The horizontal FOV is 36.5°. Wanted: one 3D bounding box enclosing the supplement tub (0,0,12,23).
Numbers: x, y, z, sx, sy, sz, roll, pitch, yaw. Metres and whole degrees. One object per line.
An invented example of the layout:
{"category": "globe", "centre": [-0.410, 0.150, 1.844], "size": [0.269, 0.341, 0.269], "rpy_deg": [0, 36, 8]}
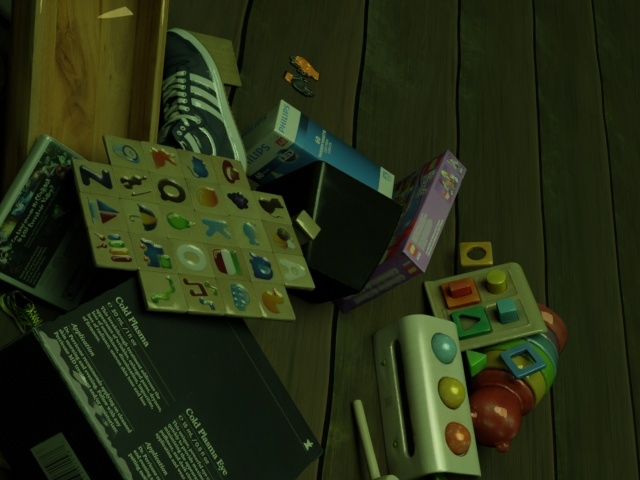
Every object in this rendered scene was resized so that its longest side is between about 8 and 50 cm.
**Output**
{"category": "supplement tub", "centre": [-0.354, -0.479, 1.502], "size": [0.241, 0.241, 0.331], "rpy_deg": [34, 47, -24]}

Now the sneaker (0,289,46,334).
{"category": "sneaker", "centre": [-0.386, 0.099, 1.279], "size": [0.083, 0.035, 0.031], "rpy_deg": [46, 44, -13]}

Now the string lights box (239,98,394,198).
{"category": "string lights box", "centre": [-0.012, -0.123, 1.696], "size": [0.259, 0.133, 0.077], "rpy_deg": [31, 49, -27]}

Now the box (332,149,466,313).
{"category": "box", "centre": [0.137, -0.018, 1.725], "size": [0.057, 0.201, 0.293], "rpy_deg": [44, 44, -15]}

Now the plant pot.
{"category": "plant pot", "centre": [0.000, 0.000, 1.609], "size": [0.187, 0.188, 0.167], "rpy_deg": [27, 62, -31]}

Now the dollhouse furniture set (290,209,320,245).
{"category": "dollhouse furniture set", "centre": [-0.129, -0.011, 1.481], "size": [0.161, 0.182, 0.101], "rpy_deg": [47, 43, -12]}

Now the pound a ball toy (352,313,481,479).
{"category": "pound a ball toy", "centre": [0.161, 0.284, 1.617], "size": [0.208, 0.136, 0.319], "rpy_deg": [17, 55, -37]}

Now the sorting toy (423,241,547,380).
{"category": "sorting toy", "centre": [0.304, 0.113, 1.808], "size": [0.348, 0.196, 0.047], "rpy_deg": [-102, -178, -46]}

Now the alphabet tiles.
{"category": "alphabet tiles", "centre": [-0.165, -0.017, 1.313], "size": [0.342, 0.011, 0.285], "rpy_deg": [8, 48, -39]}

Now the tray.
{"category": "tray", "centre": [-0.320, -0.200, 1.324], "size": [0.203, 0.076, 0.411], "rpy_deg": [-6, 107, -45]}

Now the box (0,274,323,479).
{"category": "box", "centre": [-0.214, 0.227, 1.235], "size": [0.343, 0.179, 0.312], "rpy_deg": [59, 35, -1]}

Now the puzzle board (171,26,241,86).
{"category": "puzzle board", "centre": [-0.203, -0.324, 1.727], "size": [0.128, 0.011, 0.096], "rpy_deg": [3, 66, -42]}

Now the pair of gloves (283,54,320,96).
{"category": "pair of gloves", "centre": [-0.035, -0.320, 1.884], "size": [0.074, 0.010, 0.083], "rpy_deg": [35, 47, -24]}

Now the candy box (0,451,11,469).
{"category": "candy box", "centre": [-0.425, 0.209, 1.183], "size": [0.206, 0.027, 0.105], "rpy_deg": [27, 52, -31]}

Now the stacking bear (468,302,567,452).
{"category": "stacking bear", "centre": [0.344, 0.259, 1.799], "size": [0.175, 0.164, 0.289], "rpy_deg": [46, 47, -13]}

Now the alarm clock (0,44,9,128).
{"category": "alarm clock", "centre": [-0.486, -0.220, 1.355], "size": [0.192, 0.064, 0.129], "rpy_deg": [45, 43, -10]}

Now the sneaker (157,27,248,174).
{"category": "sneaker", "centre": [-0.230, -0.213, 1.569], "size": [0.153, 0.099, 0.282], "rpy_deg": [-17, 82, -49]}

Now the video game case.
{"category": "video game case", "centre": [-0.349, -0.019, 1.290], "size": [0.173, 0.022, 0.190], "rpy_deg": [37, 78, -47]}
